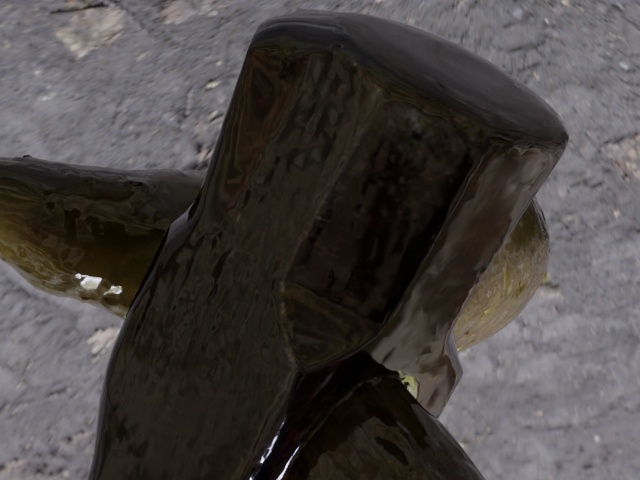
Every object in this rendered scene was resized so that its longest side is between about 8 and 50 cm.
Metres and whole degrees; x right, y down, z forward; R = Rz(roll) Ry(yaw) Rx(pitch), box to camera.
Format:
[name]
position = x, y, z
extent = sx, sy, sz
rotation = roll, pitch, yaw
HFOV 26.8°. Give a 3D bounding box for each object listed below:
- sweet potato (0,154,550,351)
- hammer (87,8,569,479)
[sweet potato]
position = 0.002, 0.004, 0.669
extent = 0.130, 0.423, 0.130
rotation = 1, 91, 37
[hammer]
position = 0.064, 0.130, 0.360
extent = 0.409, 0.095, 0.242
rotation = 48, 120, 40
